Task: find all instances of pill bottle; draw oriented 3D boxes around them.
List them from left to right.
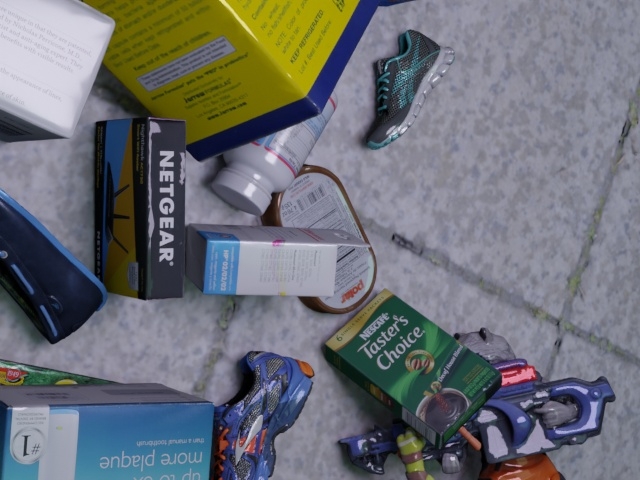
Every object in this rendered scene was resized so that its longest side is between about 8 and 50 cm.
[{"bbox_3d":[-0.053,-0.111,1.281,0.087,0.087,0.160,39,73,-29],"label":"pill bottle"}]

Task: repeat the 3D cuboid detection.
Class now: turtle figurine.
[{"bbox_3d":[0.110,0.351,1.342,0.217,0.087,0.270,-19,98,4],"label":"turtle figurine"}]

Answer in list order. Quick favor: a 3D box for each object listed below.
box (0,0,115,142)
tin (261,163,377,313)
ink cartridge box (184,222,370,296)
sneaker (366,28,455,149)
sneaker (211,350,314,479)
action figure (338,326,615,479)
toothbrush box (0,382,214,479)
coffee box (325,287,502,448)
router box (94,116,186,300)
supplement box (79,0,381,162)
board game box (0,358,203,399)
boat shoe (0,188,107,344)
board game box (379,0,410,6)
[{"bbox_3d":[-0.314,-0.178,1.052,0.181,0.181,0.119,25,79,-31],"label":"box"},{"bbox_3d":[0.000,0.000,1.355,0.106,0.040,0.190,-34,111,-22],"label":"tin"},{"bbox_3d":[-0.048,0.021,1.255,0.181,0.104,0.062,2,100,-18],"label":"ink cartridge box"},{"bbox_3d":[0.091,-0.184,1.395,0.076,0.065,0.166,37,70,-12],"label":"sneaker"},{"bbox_3d":[-0.092,0.222,1.294,0.087,0.083,0.221,30,71,-17],"label":"sneaker"},{"bbox_3d":[0.191,0.274,1.460,0.341,0.178,0.330,-4,89,-3],"label":"action figure"},{"bbox_3d":[-0.235,0.295,1.135,0.216,0.126,0.296,5,91,-34],"label":"toothbrush box"},{"bbox_3d":[0.106,0.147,1.354,0.113,0.184,0.040,-40,149,-23],"label":"coffee box"},{"bbox_3d":[-0.185,-0.034,1.174,0.046,0.133,0.179,-1,93,-33],"label":"router box"},{"bbox_3d":[-0.138,-0.283,1.124,0.356,0.195,0.194,47,49,-26],"label":"supplement box"},{"bbox_3d":[-0.250,0.210,1.211,0.259,0.030,0.136,16,82,-33],"label":"board game box"},{"bbox_3d":[-0.314,0.006,1.111,0.258,0.109,0.089,45,73,-24],"label":"boat shoe"},{"bbox_3d":[0.101,-0.382,1.320,0.047,0.160,0.210,-5,95,-32],"label":"board game box"}]
